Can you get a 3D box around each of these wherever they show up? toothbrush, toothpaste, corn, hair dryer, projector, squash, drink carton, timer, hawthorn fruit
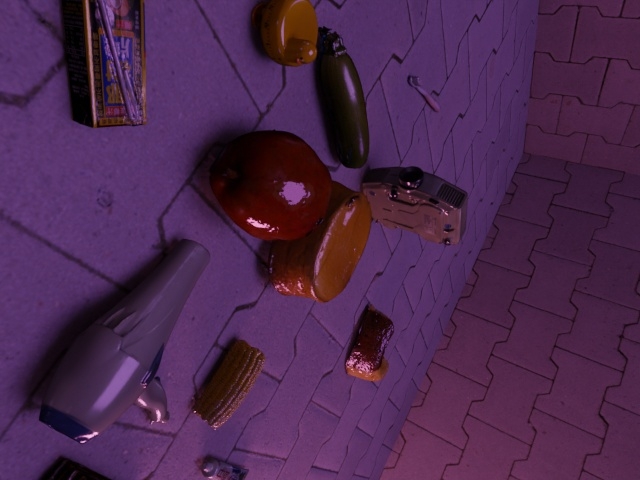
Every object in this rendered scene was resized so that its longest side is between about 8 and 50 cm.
[{"bbox_3d":[0.325,-0.434,1.344,0.307,0.029,0.025,5,96,-61],"label":"toothbrush"},{"bbox_3d":[-0.214,0.526,1.006,0.060,0.038,0.233,-54,150,-23],"label":"toothpaste"},{"bbox_3d":[-0.176,0.277,0.871,0.165,0.085,0.063,-54,164,-19],"label":"corn"},{"bbox_3d":[-0.247,0.144,0.682,0.298,0.118,0.296,72,40,-71],"label":"hair dryer"},{"bbox_3d":[0.237,-0.094,1.153,0.088,0.269,0.194,-53,146,-29],"label":"projector"},{"bbox_3d":[0.051,-0.276,0.919,0.087,0.087,0.332,-52,145,-29],"label":"squash"},{"bbox_3d":[-0.235,-0.212,0.494,0.071,0.056,0.166,-23,127,-50],"label":"drink carton"},{"bbox_3d":[-0.040,-0.326,0.701,0.107,0.109,0.107,-38,138,-45],"label":"timer"},{"bbox_3d":[-0.083,-0.091,0.708,0.202,0.185,0.185,11,97,-57],"label":"hawthorn fruit"}]

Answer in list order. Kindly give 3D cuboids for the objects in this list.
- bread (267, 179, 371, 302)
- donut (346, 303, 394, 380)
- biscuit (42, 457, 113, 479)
[{"bbox_3d":[0.000,0.000,0.938,0.270,0.142,0.195,-63,148,-17],"label":"bread"},{"bbox_3d":[0.167,0.375,1.491,0.151,0.112,0.295,-38,137,-47],"label":"donut"},{"bbox_3d":[-0.346,0.429,0.685,0.106,0.070,0.252,-51,147,-29],"label":"biscuit"}]
